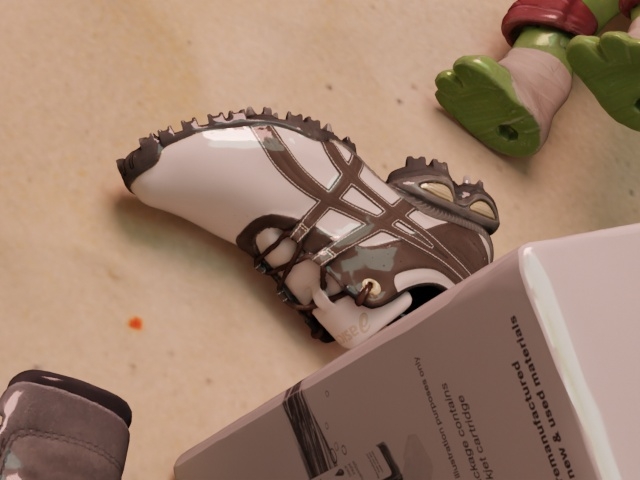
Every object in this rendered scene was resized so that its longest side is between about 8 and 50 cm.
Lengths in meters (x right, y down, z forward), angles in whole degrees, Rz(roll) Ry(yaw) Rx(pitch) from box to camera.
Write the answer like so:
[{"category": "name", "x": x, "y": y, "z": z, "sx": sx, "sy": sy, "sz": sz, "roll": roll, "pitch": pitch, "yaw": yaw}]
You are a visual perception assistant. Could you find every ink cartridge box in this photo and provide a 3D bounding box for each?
[{"category": "ink cartridge box", "x": 0.093, "y": 0.086, "z": 0.779, "sx": 0.197, "sy": 0.273, "sz": 0.114, "roll": -10, "pitch": 75, "yaw": -35}]

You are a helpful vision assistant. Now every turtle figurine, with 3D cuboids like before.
[{"category": "turtle figurine", "x": 0.153, "y": -0.194, "z": 1.013, "sx": 0.198, "sy": 0.274, "sz": 0.266, "roll": 16, "pitch": 56, "yaw": 17}]

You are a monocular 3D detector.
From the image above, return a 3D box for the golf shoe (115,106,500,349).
[{"category": "golf shoe", "x": 0.000, "y": 0.000, "z": 0.890, "sx": 0.198, "sy": 0.077, "sz": 0.094, "roll": 13, "pitch": 60, "yaw": -25}]

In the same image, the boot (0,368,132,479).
[{"category": "boot", "x": -0.200, "y": 0.157, "z": 0.675, "sx": 0.338, "sy": 0.118, "sz": 0.222, "roll": 3, "pitch": 61, "yaw": -44}]
